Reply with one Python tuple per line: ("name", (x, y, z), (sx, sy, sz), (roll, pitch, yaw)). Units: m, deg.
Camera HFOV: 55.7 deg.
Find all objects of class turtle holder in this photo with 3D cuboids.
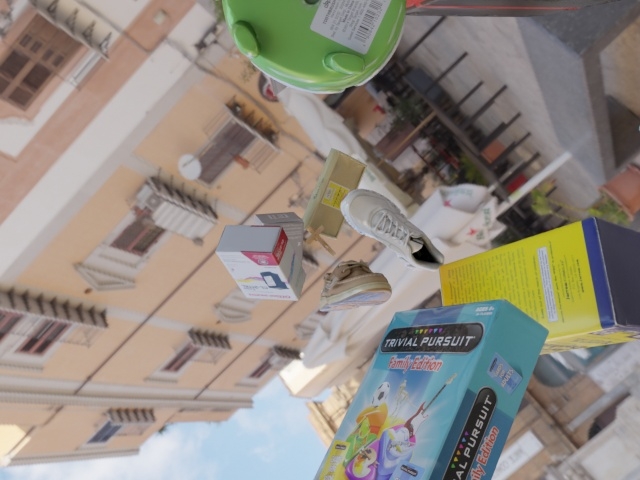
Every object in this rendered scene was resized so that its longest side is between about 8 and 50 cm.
("turtle holder", (-0.036, -0.337, 0.904), (0.227, 0.321, 0.243), (-46, -49, -83))

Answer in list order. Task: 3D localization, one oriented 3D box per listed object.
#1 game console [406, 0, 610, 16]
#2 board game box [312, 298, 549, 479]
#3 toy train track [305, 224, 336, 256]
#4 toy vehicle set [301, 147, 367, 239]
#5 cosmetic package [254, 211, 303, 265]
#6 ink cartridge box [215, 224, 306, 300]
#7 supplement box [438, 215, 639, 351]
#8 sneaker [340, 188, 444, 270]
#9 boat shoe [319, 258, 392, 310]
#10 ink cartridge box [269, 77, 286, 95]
("game console", (0.374, -0.513, 1.262), (0.387, 0.060, 0.342), (-4, -166, -11))
("board game box", (0.112, 0.242, 0.755), (0.079, 0.336, 0.254), (34, 159, -14))
("toy train track", (0.000, 0.000, 1.251), (0.083, 0.048, 0.014), (47, 177, -12))
("toy vehicle set", (0.043, -0.144, 1.926), (0.035, 0.266, 0.166), (25, -176, 37))
("cosmetic package", (-0.123, 0.043, 1.757), (0.127, 0.237, 0.107), (-7, -160, -19))
("ink cartridge box", (-0.117, 0.048, 1.248), (0.175, 0.128, 0.072), (66, -148, -48))
("supplement box", (0.434, 0.111, 1.174), (0.194, 0.357, 0.195), (11, -113, -35))
("sneaker", (0.178, -0.022, 1.429), (0.292, 0.110, 0.118), (34, -178, -18))
("boat shoe", (0.064, 0.098, 1.395), (0.122, 0.110, 0.341), (1, 169, -17))
("ink cartridge box", (-0.120, -0.507, 1.475), (0.239, 0.060, 0.275), (-53, -45, -55))
